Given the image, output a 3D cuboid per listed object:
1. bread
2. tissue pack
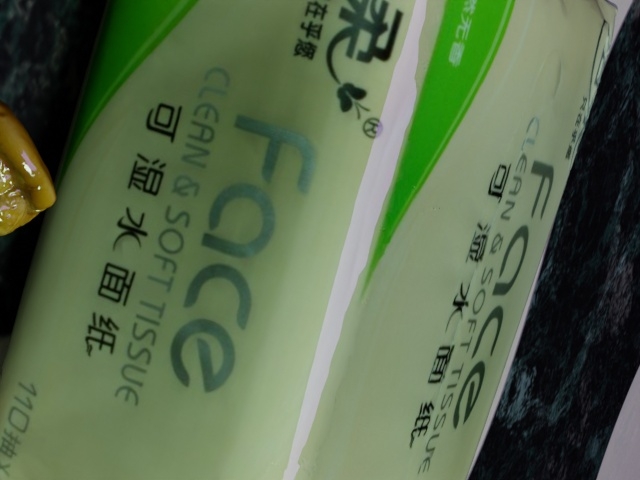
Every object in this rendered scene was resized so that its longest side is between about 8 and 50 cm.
[{"bbox_3d":[-0.161,-0.039,0.662,0.046,0.083,0.081,-44,102,-23],"label":"bread"},{"bbox_3d":[0.000,0.000,0.845,0.332,0.205,0.404,4,105,-66],"label":"tissue pack"}]
